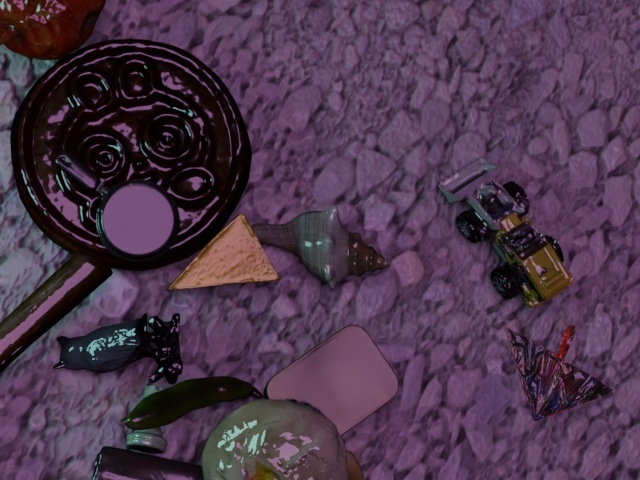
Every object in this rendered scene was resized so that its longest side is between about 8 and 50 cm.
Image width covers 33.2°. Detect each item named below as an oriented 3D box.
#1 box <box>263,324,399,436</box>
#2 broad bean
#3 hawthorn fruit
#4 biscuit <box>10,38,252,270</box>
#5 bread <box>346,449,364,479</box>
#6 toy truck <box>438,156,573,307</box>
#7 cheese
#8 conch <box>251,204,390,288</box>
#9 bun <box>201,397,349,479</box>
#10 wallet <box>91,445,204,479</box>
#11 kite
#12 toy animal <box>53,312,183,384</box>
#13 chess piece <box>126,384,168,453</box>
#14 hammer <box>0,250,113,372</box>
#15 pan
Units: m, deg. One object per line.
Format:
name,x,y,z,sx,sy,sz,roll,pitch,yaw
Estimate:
box,0.014,0.248,1.792,0.201,0.090,0.144,-34,86,-16
broad bean,-0.211,0.256,1.737,0.254,0.046,0.065,-10,63,-36
hawthorn fruit,-0.471,-0.378,1.767,0.207,0.207,0.243,29,55,-3
biscuit,-0.318,-0.152,1.819,0.407,0.091,0.408,2,77,-9
bread,0.028,0.407,1.763,0.094,0.083,0.157,-8,105,-32
toy truck,0.333,-0.020,1.899,0.136,0.111,0.286,-32,83,-14
cheese,-0.178,0.047,1.795,0.171,0.093,0.126,-28,96,-11
conch,0.010,-0.006,1.839,0.234,0.114,0.137,38,61,5
bun,-0.075,0.365,1.662,0.239,0.141,0.239,1,93,15
wallet,-0.262,0.439,1.722,0.229,0.049,0.182,13,74,-9
kite,0.410,0.232,1.910,0.232,0.009,0.189,28,75,-3
toy animal,-0.328,0.173,1.724,0.210,0.117,0.121,-4,60,-6
chess piece,-0.274,0.290,1.747,0.067,0.067,0.103,12,66,-8
hammer,-0.504,0.162,1.694,0.409,0.095,0.242,-44,88,-10
pan,-0.332,-0.065,1.733,0.235,0.028,0.136,39,74,-4
